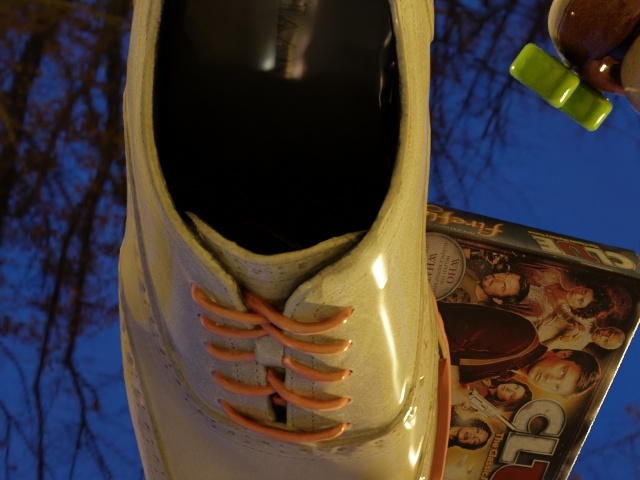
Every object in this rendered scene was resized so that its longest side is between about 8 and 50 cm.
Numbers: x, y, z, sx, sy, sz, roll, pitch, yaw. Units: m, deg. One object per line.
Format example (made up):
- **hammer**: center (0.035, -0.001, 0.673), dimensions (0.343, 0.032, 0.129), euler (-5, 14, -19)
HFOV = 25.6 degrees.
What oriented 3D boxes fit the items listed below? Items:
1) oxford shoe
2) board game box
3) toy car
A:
- **oxford shoe**: center (-0.023, 0.020, 0.526), dimensions (0.140, 0.397, 0.146), euler (0, -162, 7)
- **board game box**: center (0.078, 0.103, 0.847), dimensions (0.165, 0.243, 0.042), euler (12, -157, -16)
- **toy car**: center (0.269, -0.128, 1.058), dimensions (0.188, 0.155, 0.149), euler (43, -167, 30)
